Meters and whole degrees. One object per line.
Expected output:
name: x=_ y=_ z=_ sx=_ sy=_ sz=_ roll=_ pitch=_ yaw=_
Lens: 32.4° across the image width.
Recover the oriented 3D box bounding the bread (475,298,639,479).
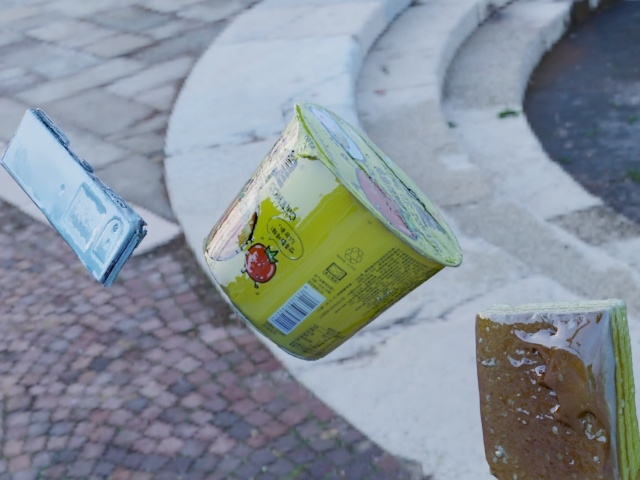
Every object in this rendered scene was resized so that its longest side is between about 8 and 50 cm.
bread: x=0.286 y=0.192 z=1.339 sx=0.184 sy=0.234 sz=0.110 roll=-3 pitch=9 yaw=37

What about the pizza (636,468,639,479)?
pizza: x=0.598 y=0.322 z=1.374 sx=0.406 sy=0.440 sz=0.130 roll=28 pitch=10 yaw=19

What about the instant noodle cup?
instant noodle cup: x=0.000 y=0.000 z=0.884 sx=0.144 sy=0.182 sz=0.182 roll=-45 pitch=21 yaw=16

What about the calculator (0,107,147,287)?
calculator: x=-0.181 y=-0.036 z=0.795 sx=0.172 sy=0.057 sz=0.018 roll=42 pitch=13 yaw=37
